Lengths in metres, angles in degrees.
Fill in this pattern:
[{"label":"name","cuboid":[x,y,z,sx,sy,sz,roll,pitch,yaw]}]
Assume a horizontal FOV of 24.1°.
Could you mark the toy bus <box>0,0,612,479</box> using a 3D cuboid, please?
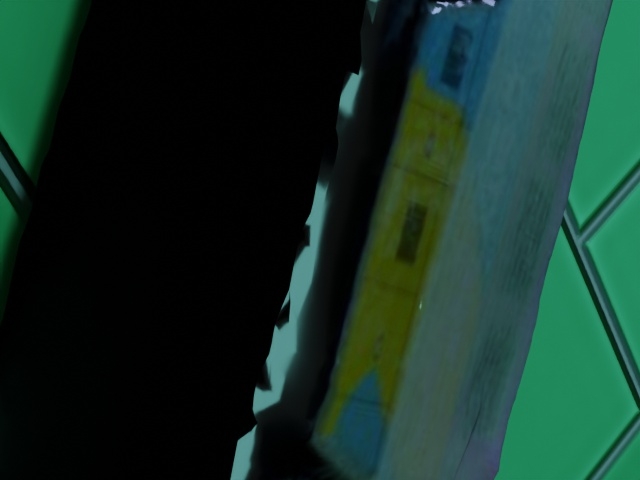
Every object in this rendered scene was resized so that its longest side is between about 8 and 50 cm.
[{"label":"toy bus","cuboid":[0.000,0.000,0.561,0.162,0.171,0.386,20,84,-46]}]
